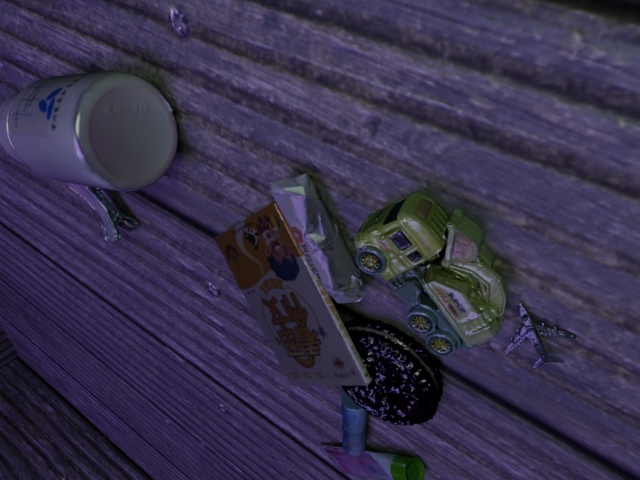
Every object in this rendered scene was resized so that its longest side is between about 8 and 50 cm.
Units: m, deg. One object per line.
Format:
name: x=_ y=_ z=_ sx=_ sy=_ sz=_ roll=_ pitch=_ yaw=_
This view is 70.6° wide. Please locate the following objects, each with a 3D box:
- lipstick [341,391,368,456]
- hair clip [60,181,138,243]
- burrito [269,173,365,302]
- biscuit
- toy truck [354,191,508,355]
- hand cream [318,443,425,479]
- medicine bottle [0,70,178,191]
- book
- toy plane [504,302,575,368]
lipstick: x=0.062 y=0.335 z=0.828 sx=0.048 sy=0.048 sz=0.158 roll=20 pitch=133 yaw=27
hair clip: x=-0.457 y=-0.102 z=0.912 sx=0.159 sy=0.071 sz=0.218 roll=-20 pitch=113 yaw=41
burrito: x=0.001 y=-0.001 z=0.611 sx=0.064 sy=0.064 sz=0.203 roll=-16 pitch=108 yaw=46
biscuit: x=0.095 y=0.203 z=0.694 sx=0.194 sy=0.053 sz=0.195 roll=22 pitch=133 yaw=25
toy truck: x=0.137 y=0.034 z=0.504 sx=0.116 sy=0.085 sz=0.191 roll=-34 pitch=100 yaw=39
hand cream: x=0.094 y=0.447 z=0.900 sx=0.275 sy=0.050 sz=0.079 roll=-28 pitch=76 yaw=54
medicine bottle: x=-0.376 y=-0.171 z=0.712 sx=0.292 sy=0.170 sz=0.170 roll=10 pitch=127 yaw=35
book: x=-0.054 y=0.098 z=0.718 sx=0.208 sy=0.020 sz=0.296 roll=-23 pitch=95 yaw=51
toy plane: x=0.244 y=0.109 z=0.516 sx=0.077 sy=0.024 sz=0.084 roll=-23 pitch=105 yaw=29
